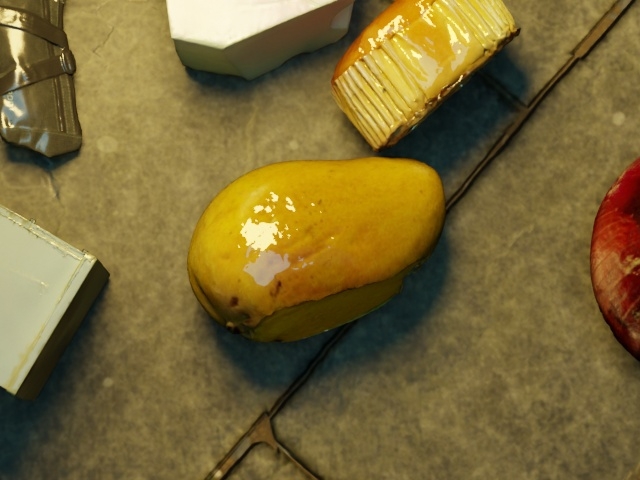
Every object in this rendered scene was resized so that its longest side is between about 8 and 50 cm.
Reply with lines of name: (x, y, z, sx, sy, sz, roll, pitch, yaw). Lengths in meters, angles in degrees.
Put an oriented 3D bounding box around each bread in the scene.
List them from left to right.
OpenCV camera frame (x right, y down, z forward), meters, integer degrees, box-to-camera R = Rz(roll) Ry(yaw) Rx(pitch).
bread: (0.098, -0.182, 1.560, 0.190, 0.132, 0.114, -37, 86, -11)

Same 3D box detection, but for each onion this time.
onion: (0.400, 0.005, 1.523, 0.272, 0.195, 0.272, 1, 69, -3)

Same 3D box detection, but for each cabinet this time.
cabinet: (-0.327, 0.033, 1.502, 0.206, 0.145, 0.150, 30, 82, 1)

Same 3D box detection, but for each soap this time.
soap: (-0.051, -0.337, 1.582, 0.208, 0.115, 0.347, 12, 82, -1)

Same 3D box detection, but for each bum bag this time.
bum bag: (-0.287, -0.175, 1.583, 0.087, 0.049, 0.197, -5, 81, -28)

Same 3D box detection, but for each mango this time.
mango: (0.000, 0.000, 1.534, 0.262, 0.130, 0.167, -14, 78, -11)
